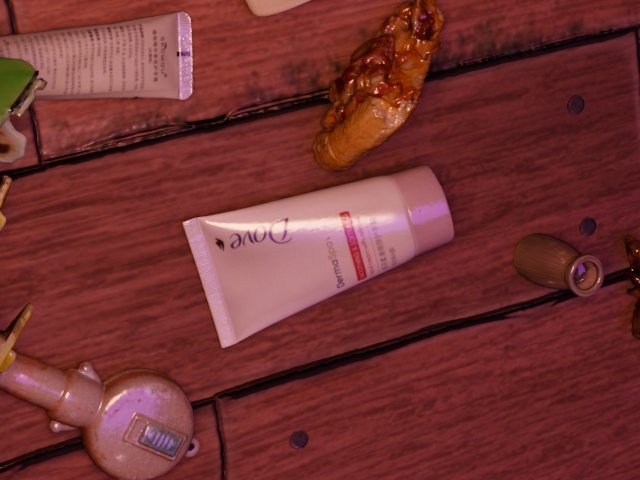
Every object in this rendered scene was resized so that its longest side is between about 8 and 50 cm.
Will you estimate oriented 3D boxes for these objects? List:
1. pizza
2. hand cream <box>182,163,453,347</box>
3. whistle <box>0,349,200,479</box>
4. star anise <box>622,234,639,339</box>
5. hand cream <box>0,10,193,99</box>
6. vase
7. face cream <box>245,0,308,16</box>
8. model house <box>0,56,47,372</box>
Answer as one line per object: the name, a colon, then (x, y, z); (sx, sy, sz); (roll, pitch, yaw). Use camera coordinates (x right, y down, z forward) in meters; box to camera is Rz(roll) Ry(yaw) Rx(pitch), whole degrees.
pizza: (0.059, -0.160, 1.415); (0.069, 0.154, 0.194); (31, 66, -9)
hand cream: (0.000, 0.000, 1.439); (0.247, 0.083, 0.133); (-22, 108, -9)
whistle: (-0.202, 0.156, 1.384); (0.220, 0.057, 0.107); (28, 89, -25)
star anise: (0.375, 0.020, 1.619); (0.097, 0.070, 0.191); (-13, 105, -20)
hand cream: (-0.219, -0.156, 1.316); (0.234, 0.050, 0.080); (-7, 104, -28)
vase: (0.245, 0.026, 1.538); (0.053, 0.100, 0.053); (-6, 103, -25)
face cream: (-0.059, -0.380, 1.303); (0.173, 0.081, 0.348); (-24, 114, 7)
model house: (-0.399, 0.047, 1.236); (0.300, 0.340, 0.324); (-66, 155, -43)
